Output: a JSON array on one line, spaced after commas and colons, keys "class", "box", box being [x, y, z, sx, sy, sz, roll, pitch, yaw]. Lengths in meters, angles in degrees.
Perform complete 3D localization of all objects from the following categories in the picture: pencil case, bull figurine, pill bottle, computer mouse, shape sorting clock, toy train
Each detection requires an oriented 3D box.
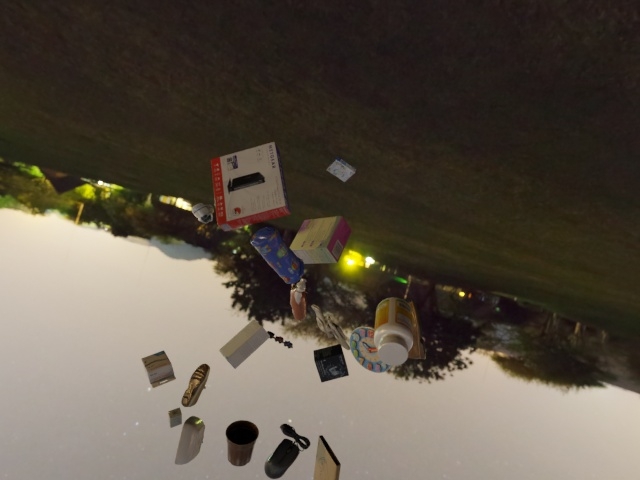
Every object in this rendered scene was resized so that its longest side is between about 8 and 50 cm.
[{"class": "pencil case", "box": [-0.183, 0.065, 1.949, 0.119, 0.133, 0.306, 26, 158, 51]}, {"class": "bull figurine", "box": [-0.131, 0.337, 2.583, 0.101, 0.310, 0.188, 0, -151, -5]}, {"class": "pill bottle", "box": [0.261, 0.325, 1.528, 0.137, 0.136, 0.245, 16, -151, 2]}, {"class": "computer mouse", "box": [-0.199, 1.132, 2.261, 0.189, 0.272, 0.072, 34, 167, 9]}, {"class": "shape sorting clock", "box": [0.203, 0.443, 1.731, 0.206, 0.206, 0.040, 14, -159, 34]}, {"class": "toy train", "box": [-0.209, 0.509, 2.198, 0.158, 0.036, 0.027, 29, -151, -3]}]

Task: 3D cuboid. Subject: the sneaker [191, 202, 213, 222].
[{"class": "sneaker", "box": [-0.594, -0.130, 2.187, 0.091, 0.094, 0.258, 61, -179, -2]}]

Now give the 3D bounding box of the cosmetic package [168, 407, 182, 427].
[{"class": "cosmetic package", "box": [-0.720, 0.878, 2.117, 0.060, 0.115, 0.041, -11, -130, -29]}]

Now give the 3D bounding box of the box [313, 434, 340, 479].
[{"class": "box", "box": [0.020, 0.840, 1.539, 0.021, 0.201, 0.164, 1, -168, -24]}]

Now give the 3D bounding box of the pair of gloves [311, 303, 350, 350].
[{"class": "pair of gloves", "box": [0.043, 0.441, 2.158, 0.240, 0.042, 0.204, 30, 149, 51]}]

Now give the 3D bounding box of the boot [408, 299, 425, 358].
[{"class": "boot", "box": [0.471, 0.466, 2.229, 0.115, 0.305, 0.112, -7, 176, 20]}]

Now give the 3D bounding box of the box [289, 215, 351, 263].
[{"class": "box", "box": [0.000, 0.000, 2.146, 0.243, 0.213, 0.117, -4, 136, 37]}]

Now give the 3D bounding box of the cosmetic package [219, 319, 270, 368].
[{"class": "cosmetic package", "box": [-0.377, 0.512, 2.126, 0.117, 0.231, 0.085, 20, 147, 57]}]

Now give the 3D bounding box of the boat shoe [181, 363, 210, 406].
[{"class": "boat shoe", "box": [-0.509, 0.604, 1.789, 0.068, 0.190, 0.072, 28, 177, 36]}]

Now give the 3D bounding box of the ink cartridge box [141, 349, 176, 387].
[{"class": "ink cartridge box", "box": [-0.705, 0.557, 1.863, 0.104, 0.060, 0.180, -16, -160, -29]}]

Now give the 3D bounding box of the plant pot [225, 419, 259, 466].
[{"class": "plant pot", "box": [-0.407, 1.041, 2.179, 0.167, 0.165, 0.167, 9, -161, -3]}]

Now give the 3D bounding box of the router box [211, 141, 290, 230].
[{"class": "router box", "box": [-0.306, -0.236, 1.851, 0.301, 0.335, 0.082, -15, 155, 6]}]

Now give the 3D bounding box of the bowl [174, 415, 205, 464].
[{"class": "bowl", "box": [-0.429, 0.668, 1.428, 0.053, 0.141, 0.142, 11, 166, 0]}]

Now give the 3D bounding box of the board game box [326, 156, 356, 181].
[{"class": "board game box", "box": [0.082, -0.278, 1.684, 0.090, 0.020, 0.090, 33, 152, -13]}]

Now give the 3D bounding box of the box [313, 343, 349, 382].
[{"class": "box", "box": [0.057, 0.660, 2.304, 0.158, 0.155, 0.093, -15, -157, 1]}]
